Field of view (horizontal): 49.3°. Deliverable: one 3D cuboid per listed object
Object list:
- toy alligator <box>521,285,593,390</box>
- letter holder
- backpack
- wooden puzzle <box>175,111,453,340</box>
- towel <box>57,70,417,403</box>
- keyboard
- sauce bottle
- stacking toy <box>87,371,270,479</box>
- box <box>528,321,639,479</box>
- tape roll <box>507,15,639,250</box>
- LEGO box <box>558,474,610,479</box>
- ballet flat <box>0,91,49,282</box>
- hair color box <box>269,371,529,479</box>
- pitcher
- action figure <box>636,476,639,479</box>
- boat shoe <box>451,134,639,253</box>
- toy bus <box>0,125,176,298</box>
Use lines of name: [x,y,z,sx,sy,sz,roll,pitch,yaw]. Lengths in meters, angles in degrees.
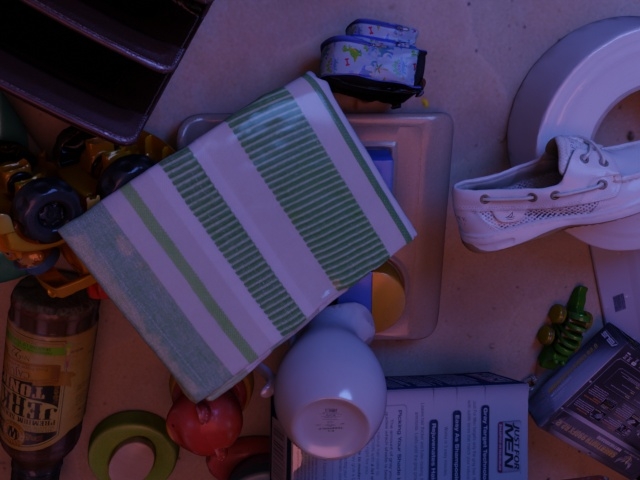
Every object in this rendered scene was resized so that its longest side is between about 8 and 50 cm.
toy alligator: [0.351,0.156,1.022,0.056,0.051,0.189,16,110,-13]
letter holder: [-0.265,-0.255,0.662,0.302,0.214,0.152,29,127,-17]
backpack: [0.056,-0.206,0.807,0.115,0.105,0.084,5,89,-11]
wooden puzzle: [0.000,0.000,0.897,0.348,0.080,0.321,-2,113,-6]
towel: [-0.072,-0.006,0.766,0.325,0.038,0.247,-37,108,-14]
keyboard: [0.450,0.087,1.030,0.072,0.014,0.255,-18,114,6]
sauce bottle: [-0.364,0.214,0.924,0.112,0.111,0.344,9,112,-11]
stacking toy: [-0.174,0.342,0.992,0.280,0.130,0.308,-29,113,5]
box: [0.458,0.250,1.062,0.231,0.056,0.183,31,109,-22]
tape roll: [0.389,-0.133,0.880,0.287,0.100,0.286,-2,112,-6]
LEGO box: [0.154,0.485,0.927,0.373,0.193,0.500,-8,150,-4]
ballet flat: [-0.367,-0.062,0.835,0.087,0.083,0.247,0,115,-34]
hair color box: [0.109,0.278,0.952,0.348,0.105,0.173,2,88,-19]
pitcher: [-0.015,0.156,0.814,0.178,0.207,0.125,-4,113,1]
action figure: [0.651,0.417,1.125,0.276,0.141,0.163,-2,110,-3]
boat shoe: [0.284,-0.072,0.784,0.277,0.098,0.096,-20,115,6]
toy bus: [-0.276,-0.010,0.792,0.220,0.149,0.211,-21,131,-36]
